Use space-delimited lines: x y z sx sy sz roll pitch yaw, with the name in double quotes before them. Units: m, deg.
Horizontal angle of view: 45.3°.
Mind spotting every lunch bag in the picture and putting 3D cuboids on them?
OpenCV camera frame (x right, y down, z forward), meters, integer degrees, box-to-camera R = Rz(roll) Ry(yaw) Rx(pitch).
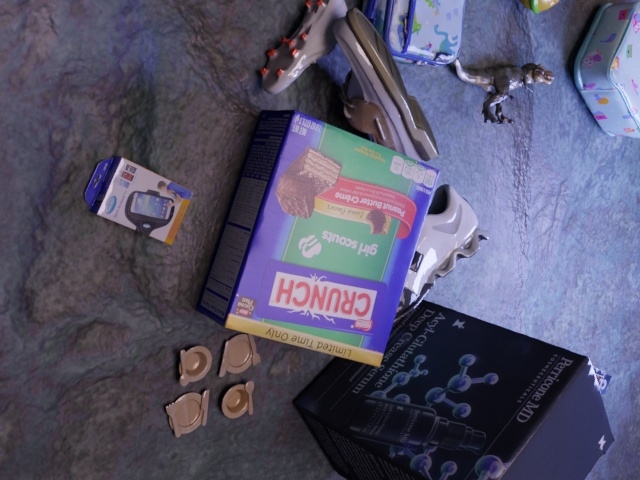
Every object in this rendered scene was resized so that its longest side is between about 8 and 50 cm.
"lunch bag" 0.663 -0.367 1.661 0.279 0.108 0.224 38 71 -43
"lunch bag" 0.150 -0.391 1.220 0.176 0.090 0.218 2 99 -39

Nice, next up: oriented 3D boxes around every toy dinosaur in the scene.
"toy dinosaur" 0.332 -0.278 1.431 0.268 0.064 0.118 -7 99 -38

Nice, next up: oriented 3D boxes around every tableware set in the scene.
"tableware set" -0.159 0.216 1.159 0.169 0.020 0.141 -8 107 -39

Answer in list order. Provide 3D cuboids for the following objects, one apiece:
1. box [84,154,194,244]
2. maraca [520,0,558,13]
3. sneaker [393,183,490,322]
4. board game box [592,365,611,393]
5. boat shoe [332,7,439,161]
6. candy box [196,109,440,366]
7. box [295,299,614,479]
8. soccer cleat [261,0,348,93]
"box" -0.239 -0.054 1.009 0.136 0.028 0.081 26 84 -44
"maraca" 0.413 -0.490 1.420 0.186 0.099 0.127 -42 141 -56
"sneaker" 0.137 0.026 1.319 0.330 0.122 0.146 -41 107 -25
"board game box" 0.430 0.229 1.528 0.165 0.243 0.042 26 85 -42
"boat shoe" 0.083 -0.213 1.173 0.302 0.103 0.113 52 24 -42
"candy box" 0.000 0.000 1.136 0.268 0.122 0.317 18 90 -28
"box" 0.211 0.296 1.252 0.293 0.395 0.212 -44 127 -25
"soccer cleat" -0.015 -0.284 1.119 0.076 0.068 0.196 45 69 -42
